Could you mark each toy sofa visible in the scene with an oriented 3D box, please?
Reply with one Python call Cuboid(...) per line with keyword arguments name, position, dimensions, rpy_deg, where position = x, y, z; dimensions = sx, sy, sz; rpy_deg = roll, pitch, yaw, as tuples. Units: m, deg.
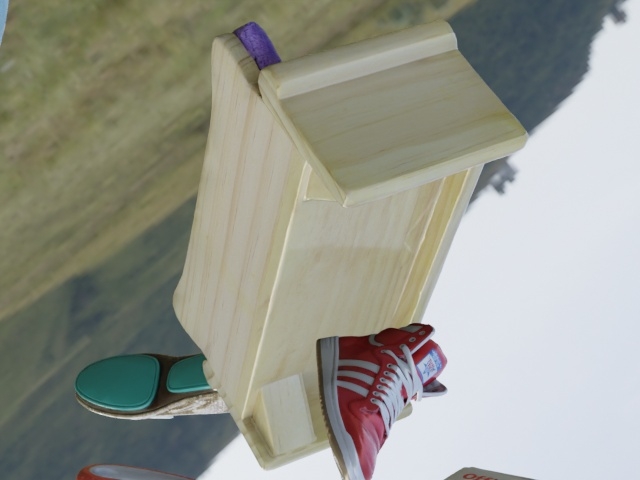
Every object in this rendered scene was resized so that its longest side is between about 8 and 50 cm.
Cuboid(name="toy sofa", position=(0.006, -0.002, 1.009), dimensions=(0.150, 0.177, 0.362), rpy_deg=(-18, 146, -26))

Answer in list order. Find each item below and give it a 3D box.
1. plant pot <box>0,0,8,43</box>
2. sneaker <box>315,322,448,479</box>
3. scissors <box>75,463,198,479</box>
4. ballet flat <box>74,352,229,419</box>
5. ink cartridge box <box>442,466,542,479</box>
Cuboid(name="plant pot", position=(-0.467, -0.206, 0.961), dimensions=(0.334, 0.341, 0.341), rpy_deg=(0, -148, 32))
Cuboid(name="sneaker", position=(0.034, 0.078, 0.665), dimensions=(0.067, 0.042, 0.118), rpy_deg=(-12, -153, 2))
Cuboid(name="scissors", position=(-0.018, 0.184, 0.856), dimensions=(0.109, 0.297, 0.021), rpy_deg=(-45, 144, -86))
Cuboid(name="ballet flat", position=(-0.137, 0.143, 1.254), dimensions=(0.206, 0.067, 0.073), rpy_deg=(-6, -127, 30))
Cuboid(name="ink cartridge box", position=(0.127, 0.285, 1.175), dimensions=(0.148, 0.085, 0.203), rpy_deg=(4, -162, 45))
